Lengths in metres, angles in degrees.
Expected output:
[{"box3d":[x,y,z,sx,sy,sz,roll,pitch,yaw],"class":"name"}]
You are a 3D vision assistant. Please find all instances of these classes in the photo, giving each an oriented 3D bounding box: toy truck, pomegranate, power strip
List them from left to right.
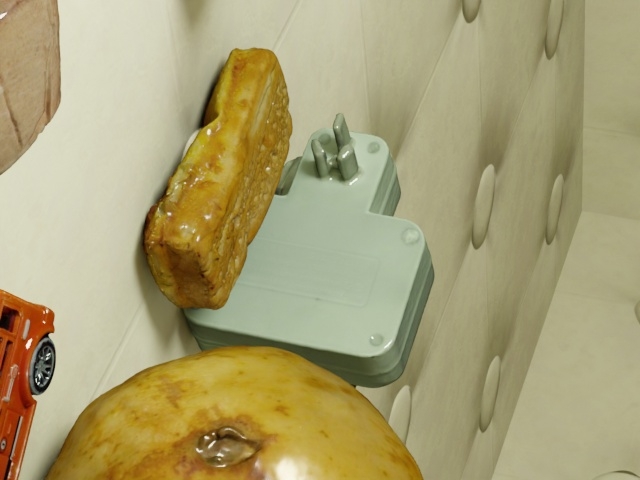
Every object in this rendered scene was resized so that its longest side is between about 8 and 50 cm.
[{"box3d":[-0.276,0.155,1.422,0.114,0.107,0.252,48,53,-69],"class":"toy truck"},{"box3d":[-0.076,0.293,1.762,0.410,0.410,0.410,10,90,-74],"class":"pomegranate"},{"box3d":[0.000,0.000,2.044,0.141,0.229,0.261,73,32,-56],"class":"power strip"}]

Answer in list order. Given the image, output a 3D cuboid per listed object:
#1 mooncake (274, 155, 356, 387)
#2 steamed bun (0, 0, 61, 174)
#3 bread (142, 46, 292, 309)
[{"box3d":[-0.005,0.063,2.243,0.254,0.136,0.250,80,22,-51],"class":"mooncake"},{"box3d":[-0.254,-0.109,1.353,0.175,0.106,0.145,-46,151,-39],"class":"steamed bun"},{"box3d":[-0.098,-0.065,1.946,0.139,0.077,0.271,75,28,-49],"class":"bread"}]
